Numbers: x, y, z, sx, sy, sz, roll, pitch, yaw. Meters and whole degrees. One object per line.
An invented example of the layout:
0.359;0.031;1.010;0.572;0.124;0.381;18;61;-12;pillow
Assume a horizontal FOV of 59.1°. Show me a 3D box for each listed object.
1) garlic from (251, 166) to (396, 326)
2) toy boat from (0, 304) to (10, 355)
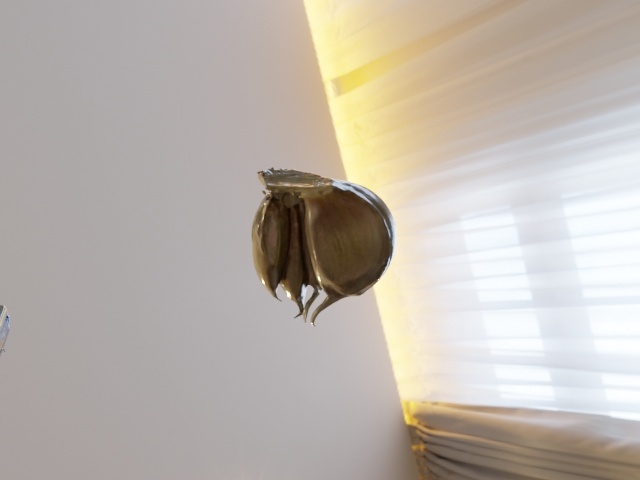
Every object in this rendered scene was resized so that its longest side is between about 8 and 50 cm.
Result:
0.000;0.000;1.004;0.237;0.210;0.292;-27;-64;-24;garlic
-0.326;0.129;0.413;0.129;0.295;0.088;0;-68;-16;toy boat
